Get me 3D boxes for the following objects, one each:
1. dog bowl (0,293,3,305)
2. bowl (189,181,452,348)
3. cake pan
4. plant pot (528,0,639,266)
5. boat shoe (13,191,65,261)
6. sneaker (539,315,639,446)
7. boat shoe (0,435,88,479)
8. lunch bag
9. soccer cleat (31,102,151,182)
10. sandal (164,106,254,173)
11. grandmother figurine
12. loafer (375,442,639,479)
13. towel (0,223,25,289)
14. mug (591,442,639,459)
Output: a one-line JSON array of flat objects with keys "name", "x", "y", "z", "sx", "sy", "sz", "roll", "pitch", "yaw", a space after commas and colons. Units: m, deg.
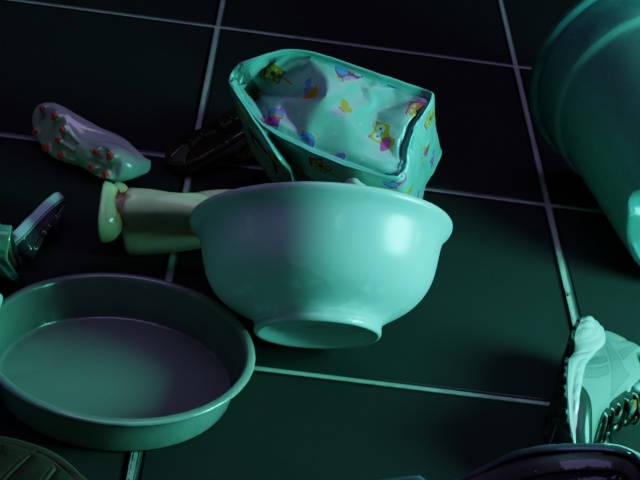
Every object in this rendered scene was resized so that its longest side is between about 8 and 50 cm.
[{"name": "dog bowl", "x": -0.459, "y": 0.062, "z": 1.628, "sx": 0.264, "sy": 0.104, "sz": 0.265, "roll": 19, "pitch": -2, "yaw": 1}, {"name": "bowl", "x": -0.001, "y": 0.042, "z": 1.823, "sx": 0.297, "sy": 0.134, "sz": 0.298, "roll": 1, "pitch": -16, "yaw": 0}, {"name": "cake pan", "x": -0.218, "y": 0.130, "z": 1.748, "sx": 0.293, "sy": 0.054, "sz": 0.293, "roll": 7, "pitch": 28, "yaw": -4}, {"name": "plant pot", "x": 0.482, "y": -0.135, "z": 2.173, "sx": 0.341, "sy": 0.341, "sz": 0.334, "roll": 2, "pitch": 37, "yaw": -12}, {"name": "boat shoe", "x": -0.342, "y": -0.014, "z": 1.993, "sx": 0.040, "sy": 0.049, "sz": 0.142, "roll": 44, "pitch": 28, "yaw": -6}, {"name": "sneaker", "x": 0.304, "y": 0.171, "z": 1.777, "sx": 0.108, "sy": 0.100, "sz": 0.271, "roll": 20, "pitch": 30, "yaw": 9}, {"name": "boat shoe", "x": -0.225, "y": 0.271, "z": 1.445, "sx": 0.307, "sy": 0.104, "sz": 0.111, "roll": 21, "pitch": 40, "yaw": 18}, {"name": "lunch bag", "x": 0.010, "y": -0.131, "z": 2.092, "sx": 0.262, "sy": 0.160, "sz": 0.223, "roll": 17, "pitch": -15, "yaw": 11}, {"name": "soccer cleat", "x": -0.311, "y": -0.128, "z": 2.189, "sx": 0.196, "sy": 0.068, "sz": 0.076, "roll": 31, "pitch": 21, "yaw": 33}, {"name": "sandal", "x": -0.115, "y": -0.135, "z": 2.263, "sx": 0.219, "sy": 0.060, "sz": 0.090, "roll": -31, "pitch": 39, "yaw": -30}, {"name": "grandmother figurine", "x": -0.085, "y": -0.028, "z": 1.977, "sx": 0.342, "sy": 0.104, "sz": 0.208, "roll": 2, "pitch": 10, "yaw": 6}, {"name": "loafer", "x": 0.152, "y": 0.265, "z": 1.508, "sx": 0.302, "sy": 0.109, "sz": 0.095, "roll": -12, "pitch": 42, "yaw": 14}, {"name": "towel", "x": -0.505, "y": -0.020, "z": 1.765, "sx": 0.370, "sy": 0.040, "sz": 0.271, "roll": 13, "pitch": -11, "yaw": -5}, {"name": "mug", "x": 0.268, "y": 0.260, "z": 1.600, "sx": 0.157, "sy": 0.097, "sz": 0.129, "roll": -4, "pitch": 31, "yaw": -23}]
